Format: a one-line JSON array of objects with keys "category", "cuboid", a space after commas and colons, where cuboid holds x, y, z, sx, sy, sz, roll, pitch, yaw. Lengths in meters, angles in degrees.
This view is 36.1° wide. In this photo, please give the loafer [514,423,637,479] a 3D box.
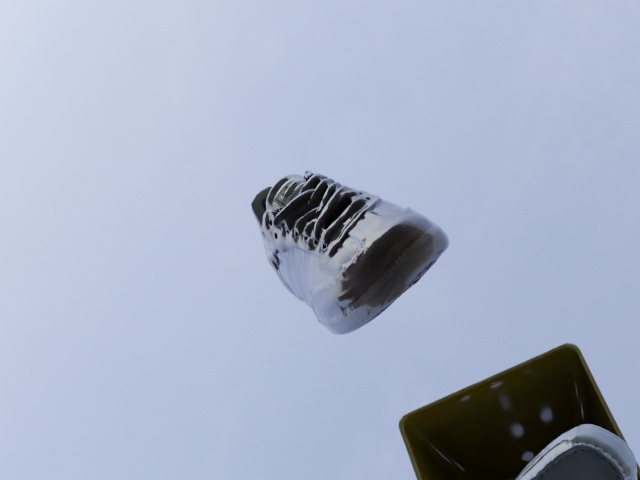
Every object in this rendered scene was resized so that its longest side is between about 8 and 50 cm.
[{"category": "loafer", "cuboid": [0.171, 0.304, 0.840, 0.112, 0.111, 0.320, 29, -73, 20]}]

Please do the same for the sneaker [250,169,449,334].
[{"category": "sneaker", "cuboid": [0.000, 0.000, 0.497, 0.066, 0.188, 0.071, -45, -82, -13]}]

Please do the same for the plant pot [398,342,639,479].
[{"category": "plant pot", "cuboid": [0.236, 0.275, 1.064, 0.212, 0.187, 0.212, -25, -129, 8]}]
